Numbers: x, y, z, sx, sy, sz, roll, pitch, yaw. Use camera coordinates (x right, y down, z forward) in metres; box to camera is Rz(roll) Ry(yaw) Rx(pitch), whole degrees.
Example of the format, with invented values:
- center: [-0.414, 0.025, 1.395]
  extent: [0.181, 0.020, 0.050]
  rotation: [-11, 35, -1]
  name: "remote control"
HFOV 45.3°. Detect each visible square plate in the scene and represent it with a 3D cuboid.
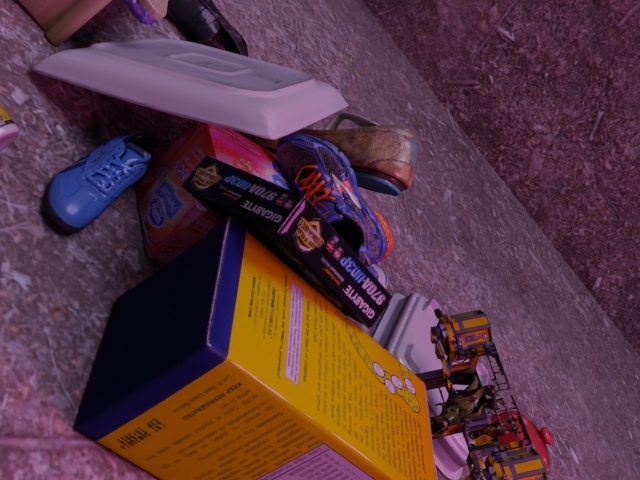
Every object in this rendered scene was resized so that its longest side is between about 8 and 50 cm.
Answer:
- center: [-0.160, -0.232, 1.095]
  extent: [0.344, 0.049, 0.347]
  rotation: [17, 21, 13]
  name: "square plate"

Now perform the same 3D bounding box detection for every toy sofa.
- center: [-0.310, -0.416, 1.174]
  extent: [0.177, 0.150, 0.362]
  rotation: [51, 25, -23]
  name: "toy sofa"

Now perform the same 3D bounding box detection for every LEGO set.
- center: [0.177, 0.278, 1.123]
  extent: [0.255, 0.192, 0.331]
  rotation: [89, -11, -63]
  name: "LEGO set"

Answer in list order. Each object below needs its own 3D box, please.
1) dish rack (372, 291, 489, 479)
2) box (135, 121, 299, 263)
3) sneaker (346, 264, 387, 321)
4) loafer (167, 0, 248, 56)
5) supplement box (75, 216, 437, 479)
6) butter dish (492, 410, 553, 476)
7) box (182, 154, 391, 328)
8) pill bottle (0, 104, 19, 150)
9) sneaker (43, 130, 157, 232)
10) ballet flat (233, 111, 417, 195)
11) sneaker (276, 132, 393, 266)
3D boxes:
- center: [0.217, 0.246, 1.421]
  extent: [0.285, 0.072, 0.333]
  rotation: [54, 26, -6]
  name: "dish rack"
- center: [-0.095, -0.027, 1.089]
  extent: [0.300, 0.154, 0.142]
  rotation: [25, 38, -47]
  name: "box"
- center: [0.000, -0.001, 1.283]
  extent: [0.182, 0.127, 0.315]
  rotation: [41, 22, -23]
  name: "sneaker"
- center: [-0.213, -0.398, 1.412]
  extent: [0.223, 0.076, 0.078]
  rotation: [37, 23, -42]
  name: "loafer"
- center: [-0.053, 0.182, 0.860]
  extent: [0.356, 0.194, 0.195]
  rotation: [43, 28, -28]
  name: "supplement box"
- center: [0.398, 0.401, 1.497]
  extent: [0.160, 0.118, 0.160]
  rotation: [44, 28, -23]
  name: "butter dish"
- center: [-0.034, 0.003, 0.885]
  extent: [0.175, 0.051, 0.220]
  rotation: [26, -15, 42]
  name: "box"
- center: [-0.382, -0.145, 0.814]
  extent: [0.116, 0.065, 0.065]
  rotation: [52, 25, -7]
  name: "pill bottle"
- center: [-0.262, -0.084, 0.940]
  extent: [0.069, 0.082, 0.209]
  rotation: [51, 27, -15]
  name: "sneaker"
- center: [-0.008, -0.150, 1.196]
  extent: [0.123, 0.349, 0.123]
  rotation: [-29, 124, -53]
  name: "ballet flat"
- center: [0.015, -0.053, 1.046]
  extent: [0.221, 0.083, 0.087]
  rotation: [50, 33, -2]
  name: "sneaker"
